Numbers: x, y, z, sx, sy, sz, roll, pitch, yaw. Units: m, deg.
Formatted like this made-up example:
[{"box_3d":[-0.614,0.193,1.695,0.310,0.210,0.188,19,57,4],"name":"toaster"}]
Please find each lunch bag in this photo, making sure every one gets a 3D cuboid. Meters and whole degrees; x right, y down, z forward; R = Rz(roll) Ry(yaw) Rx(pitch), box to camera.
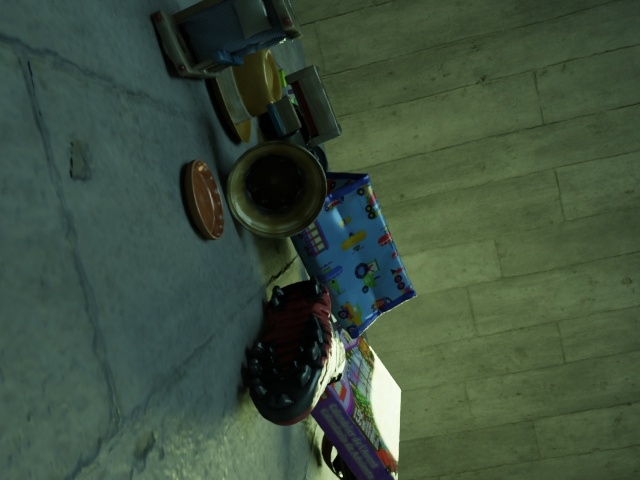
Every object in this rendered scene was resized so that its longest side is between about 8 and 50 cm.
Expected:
[{"box_3d":[0.000,0.000,0.861,0.293,0.138,0.221,27,-35,63],"name":"lunch bag"}]

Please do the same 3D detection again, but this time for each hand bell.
[{"box_3d":[-0.075,-0.105,0.723,0.242,0.126,0.126,-116,-170,-65],"name":"hand bell"}]

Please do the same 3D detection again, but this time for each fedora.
[{"box_3d":[-0.103,-0.238,0.713,0.194,0.079,0.194,-13,90,-84],"name":"fedora"}]

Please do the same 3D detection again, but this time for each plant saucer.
[{"box_3d":[-0.119,-0.041,0.506,0.083,0.013,0.083,-12,90,-84],"name":"plant saucer"}]

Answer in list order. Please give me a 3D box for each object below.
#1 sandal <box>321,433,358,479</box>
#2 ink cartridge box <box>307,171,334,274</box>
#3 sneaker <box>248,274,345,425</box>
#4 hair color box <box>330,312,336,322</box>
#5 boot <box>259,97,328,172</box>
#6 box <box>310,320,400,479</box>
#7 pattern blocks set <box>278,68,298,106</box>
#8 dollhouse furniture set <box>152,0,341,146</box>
[{"box_3d":[0.028,0.354,0.856,0.090,0.060,0.219,39,18,-47],"name":"sandal"},{"box_3d":[0.001,-0.038,1.103,0.062,0.109,0.209,60,20,-69],"name":"ink cartridge box"},{"box_3d":[-0.020,0.151,0.619,0.276,0.097,0.135,-85,160,-73],"name":"sneaker"},{"box_3d":[0.007,0.157,1.085,0.072,0.043,0.141,43,36,-79],"name":"hair color box"},{"box_3d":[-0.052,-0.203,1.014,0.246,0.094,0.207,-103,173,-48],"name":"boot"},{"box_3d":[0.066,0.276,0.897,0.201,0.057,0.293,55,15,-5],"name":"box"},{"box_3d":[-0.072,-0.335,1.392,0.325,0.026,0.285,-91,167,-57],"name":"pattern blocks set"},{"box_3d":[-0.070,-0.180,0.556,0.129,0.129,0.184,-78,146,-73],"name":"dollhouse furniture set"}]
